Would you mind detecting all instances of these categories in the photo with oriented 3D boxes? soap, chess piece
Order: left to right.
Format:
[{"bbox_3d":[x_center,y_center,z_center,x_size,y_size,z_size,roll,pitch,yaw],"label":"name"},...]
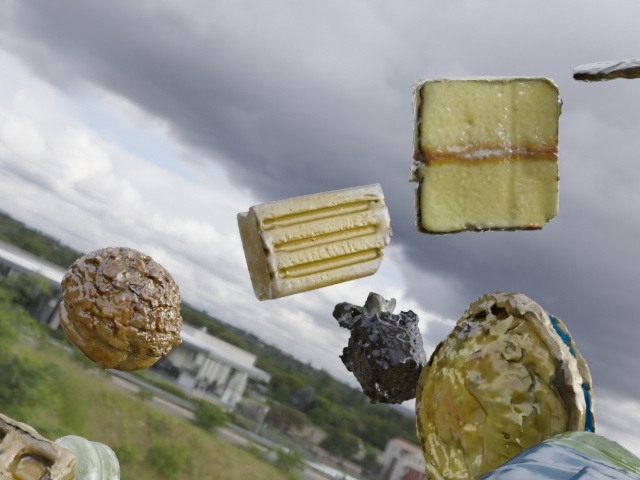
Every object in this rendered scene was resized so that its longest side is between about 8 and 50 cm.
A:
[{"bbox_3d":[-0.411,0.307,1.175,0.144,0.144,0.251,15,-18,44],"label":"chess piece"},{"bbox_3d":[0.000,0.000,1.315,0.232,0.140,0.073,-12,-1,-30],"label":"soap"}]

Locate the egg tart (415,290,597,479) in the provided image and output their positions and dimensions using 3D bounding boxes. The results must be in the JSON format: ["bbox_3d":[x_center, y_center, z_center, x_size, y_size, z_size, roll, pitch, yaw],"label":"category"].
[{"bbox_3d":[0.177,0.191,0.933,0.107,0.291,0.291,3,0,-22],"label":"egg tart"}]

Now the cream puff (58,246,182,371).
[{"bbox_3d":[-0.237,0.076,1.053,0.165,0.115,0.150,42,33,2],"label":"cream puff"}]

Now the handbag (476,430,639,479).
[{"bbox_3d":[0.133,0.250,0.446,0.263,0.222,0.241,34,29,30],"label":"handbag"}]

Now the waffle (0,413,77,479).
[{"bbox_3d":[-0.460,0.232,0.855,0.376,0.261,0.114,29,-42,3],"label":"waffle"}]

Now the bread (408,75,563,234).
[{"bbox_3d":[0.267,-0.142,1.433,0.236,0.263,0.198,-11,12,-41],"label":"bread"}]

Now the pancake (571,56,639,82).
[{"bbox_3d":[0.503,-0.264,1.316,0.250,0.031,0.250,-5,10,1],"label":"pancake"}]

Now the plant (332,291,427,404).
[{"bbox_3d":[0.105,0.180,1.513,0.142,0.203,0.131,4,-46,-16],"label":"plant"}]
